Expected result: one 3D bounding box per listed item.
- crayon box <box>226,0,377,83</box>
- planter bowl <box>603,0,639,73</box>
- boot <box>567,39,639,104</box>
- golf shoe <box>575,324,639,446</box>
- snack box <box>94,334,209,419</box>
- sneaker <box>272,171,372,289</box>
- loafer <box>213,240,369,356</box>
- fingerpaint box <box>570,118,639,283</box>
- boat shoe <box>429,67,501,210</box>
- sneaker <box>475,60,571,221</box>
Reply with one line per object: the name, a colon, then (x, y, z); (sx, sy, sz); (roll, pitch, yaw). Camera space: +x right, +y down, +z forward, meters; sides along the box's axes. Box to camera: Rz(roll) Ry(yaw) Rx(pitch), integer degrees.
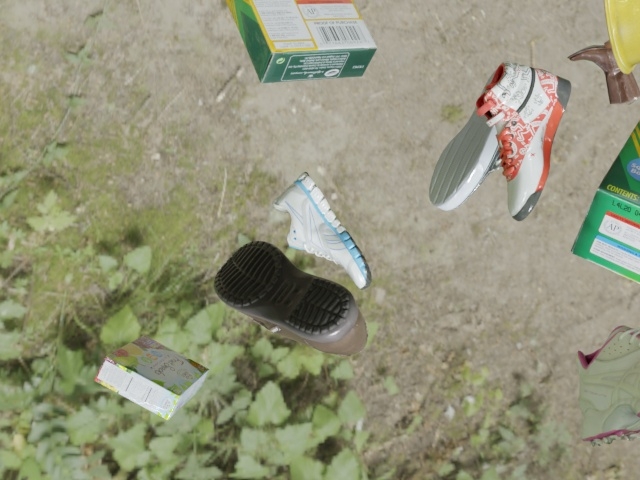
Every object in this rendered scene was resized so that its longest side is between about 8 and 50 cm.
crayon box: (-0.057, -0.430, 1.455); (0.203, 0.323, 0.083); (-9, 153, -27)
planter bowl: (0.287, -0.243, 0.641); (0.090, 0.217, 0.217); (3, 136, 29)
boot: (0.477, -0.274, 1.380); (0.037, 0.106, 0.114); (-31, 105, -36)
golf shoe: (0.402, 0.154, 0.988); (0.115, 0.140, 0.306); (1, 155, -20)
snack box: (-0.203, 0.165, 1.007); (0.100, 0.141, 0.037); (28, 96, 3)
sneaker: (0.000, 0.000, 1.167); (0.083, 0.191, 0.071); (-35, 164, -1)
loafer: (-0.056, 0.114, 1.397); (0.134, 0.366, 0.130); (-47, 129, -12)
fingerpaint box: (0.710, -0.046, 1.370); (0.444, 0.371, 0.163); (27, 140, 20)
boat shoe: (0.356, -0.198, 1.717); (0.119, 0.121, 0.335); (27, 98, -36)
sneaker: (0.328, -0.178, 1.423); (0.144, 0.090, 0.270); (19, 82, -7)
